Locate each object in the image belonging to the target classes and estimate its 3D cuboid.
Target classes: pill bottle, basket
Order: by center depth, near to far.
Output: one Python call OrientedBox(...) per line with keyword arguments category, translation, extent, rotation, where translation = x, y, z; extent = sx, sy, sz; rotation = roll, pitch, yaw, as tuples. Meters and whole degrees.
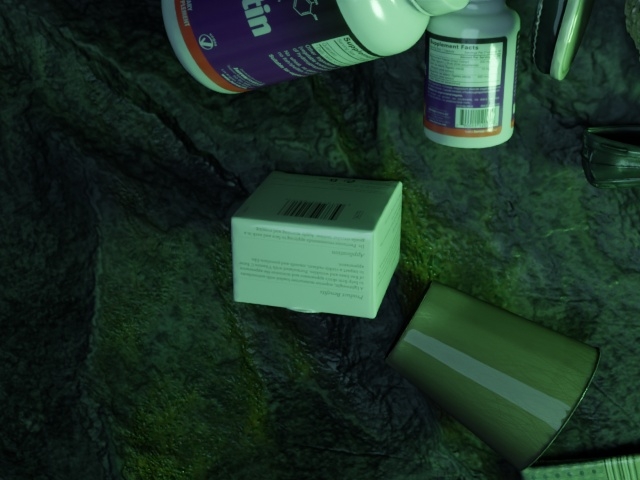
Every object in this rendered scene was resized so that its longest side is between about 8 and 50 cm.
OrientedBox(category="pill bottle", translation=(-0.005, -0.276, 1.060), extent=(0.323, 0.181, 0.181), rotation=(-8, 113, 34))
OrientedBox(category="pill bottle", translation=(0.174, -0.213, 1.115), extent=(0.108, 0.108, 0.193), rotation=(5, 115, 13))
OrientedBox(category="basket", translation=(0.210, 0.164, 1.264), extent=(0.227, 0.154, 0.204), rotation=(30, 121, 5))

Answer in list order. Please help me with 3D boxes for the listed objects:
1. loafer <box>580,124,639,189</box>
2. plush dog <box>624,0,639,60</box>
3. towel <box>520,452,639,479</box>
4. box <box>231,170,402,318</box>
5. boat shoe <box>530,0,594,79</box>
OrientedBox(category="loafer", translation=(0.414, -0.109, 1.113), extent=(0.223, 0.076, 0.078), rotation=(-4, 121, 22))
OrientedBox(category="plush dog", translation=(0.379, -0.236, 0.978), extent=(0.211, 0.225, 0.262), rotation=(14, 118, 9))
OrientedBox(category="towel", translation=(0.473, 0.423, 1.372), extent=(0.324, 0.056, 0.312), rotation=(-11, 108, 23))
OrientedBox(category="box", translation=(0.000, 0.000, 1.224), extent=(0.181, 0.182, 0.119), rotation=(6, 114, 13))
OrientedBox(category="boat shoe", translation=(0.241, -0.341, 0.997), extent=(0.113, 0.127, 0.340), rotation=(12, 101, 18))
